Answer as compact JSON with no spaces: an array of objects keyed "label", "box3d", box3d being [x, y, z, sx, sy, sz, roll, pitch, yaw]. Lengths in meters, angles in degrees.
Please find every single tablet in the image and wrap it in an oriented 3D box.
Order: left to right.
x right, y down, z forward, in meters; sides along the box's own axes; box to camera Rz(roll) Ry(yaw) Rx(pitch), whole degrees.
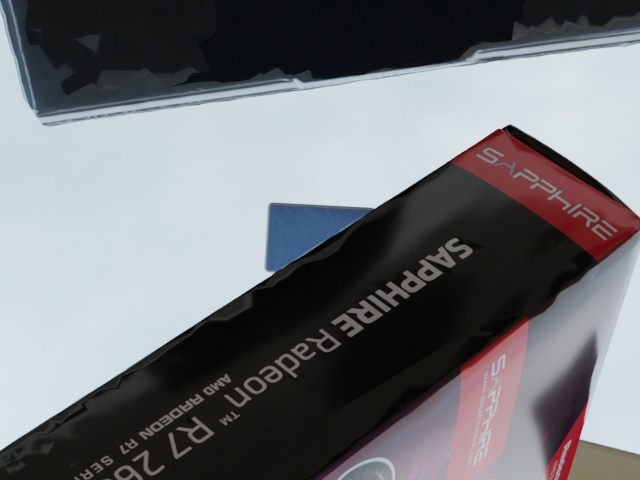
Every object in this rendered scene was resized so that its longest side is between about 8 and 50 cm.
[{"label":"tablet","box3d":[0.000,0.000,1.131,0.083,0.054,0.006,3,-175,-6]}]

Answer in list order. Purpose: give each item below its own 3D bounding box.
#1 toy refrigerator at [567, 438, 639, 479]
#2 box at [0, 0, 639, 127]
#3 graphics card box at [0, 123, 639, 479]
[{"label":"toy refrigerator","box3d":[0.228,0.194,0.983,0.269,0.102,0.094,15,-96,-2]},{"label":"box","box3d":[0.033,-0.318,1.110,0.479,0.297,0.472,-8,-160,6]},{"label":"graphics card box","box3d":[-0.026,0.132,0.618,0.371,0.233,0.094,-31,-125,-34]}]
